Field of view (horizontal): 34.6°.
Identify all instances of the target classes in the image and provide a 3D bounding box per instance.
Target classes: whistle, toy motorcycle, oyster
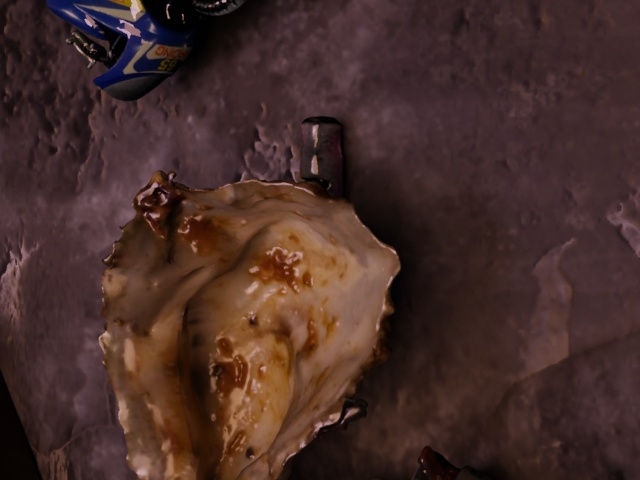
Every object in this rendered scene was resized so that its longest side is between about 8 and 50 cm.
[{"bbox_3d":[0.000,0.000,0.737,0.033,0.033,0.176,1,92,23],"label":"whistle"},{"bbox_3d":[-0.172,-0.208,0.765,0.315,0.113,0.169,29,113,29],"label":"toy motorcycle"},{"bbox_3d":[-0.053,0.121,0.676,0.198,0.133,0.337,15,98,27],"label":"oyster"}]

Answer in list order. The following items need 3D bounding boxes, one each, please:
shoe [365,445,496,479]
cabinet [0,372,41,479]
[{"bbox_3d":[0.101,0.187,0.665,0.227,0.099,0.125,-11,91,28],"label":"shoe"},{"bbox_3d":[-0.362,0.178,0.803,0.148,0.215,0.175,-27,82,22],"label":"cabinet"}]
